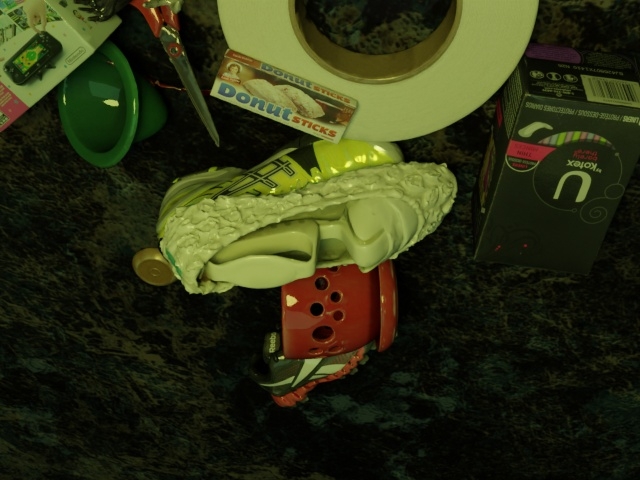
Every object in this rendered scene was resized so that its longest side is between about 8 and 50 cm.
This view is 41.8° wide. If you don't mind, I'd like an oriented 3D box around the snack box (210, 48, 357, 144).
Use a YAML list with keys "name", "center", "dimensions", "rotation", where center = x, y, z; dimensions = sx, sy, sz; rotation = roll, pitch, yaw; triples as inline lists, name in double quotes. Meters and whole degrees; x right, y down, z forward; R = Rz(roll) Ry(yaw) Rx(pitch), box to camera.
- name: "snack box"
  center: [-0.047, -0.183, 1.072]
  dimensions: [0.178, 0.022, 0.064]
  rotation: [20, 132, -11]

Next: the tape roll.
- name: "tape roll"
  center: [0.066, -0.298, 1.022]
  dimensions: [0.392, 0.072, 0.392]
  rotation: [3, 130, 3]

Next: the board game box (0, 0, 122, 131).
- name: "board game box"
  center: [-0.433, -0.310, 1.028]
  dimensions: [0.224, 0.097, 0.303]
  rotation: [-28, 117, 33]

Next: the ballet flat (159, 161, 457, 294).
- name: "ballet flat"
  center: [0.000, 0.000, 1.094]
  dimensions: [0.409, 0.147, 0.147]
  rotation: [-12, 131, -9]

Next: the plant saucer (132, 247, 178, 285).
- name: "plant saucer"
  center: [-0.274, 0.048, 1.393]
  dimensions: [0.083, 0.015, 0.083]
  rotation: [4, 131, 4]

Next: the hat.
- name: "hat"
  center: [-0.235, -0.190, 1.177]
  dimensions: [0.208, 0.183, 0.173]
  rotation: [41, 122, 29]

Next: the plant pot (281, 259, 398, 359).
- name: "plant pot"
  center: [0.026, 0.083, 1.280]
  dimensions: [0.174, 0.191, 0.191]
  rotation: [-3, 130, -2]

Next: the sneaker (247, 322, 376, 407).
- name: "sneaker"
  center: [-0.020, 0.187, 1.426]
  dimensions: [0.135, 0.098, 0.276]
  rotation: [36, 127, -25]

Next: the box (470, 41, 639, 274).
- name: "box"
  center: [0.308, -0.104, 1.110]
  dimensions: [0.165, 0.143, 0.270]
  rotation: [8, 131, 1]

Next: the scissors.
- name: "scissors"
  center: [-0.200, -0.258, 1.066]
  dimensions: [0.109, 0.021, 0.297]
  rotation: [-6, 112, 5]

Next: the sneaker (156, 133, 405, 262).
- name: "sneaker"
  center: [-0.059, -0.045, 1.202]
  dimensions: [0.384, 0.147, 0.145]
  rotation: [-18, 124, 18]

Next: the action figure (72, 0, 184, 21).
- name: "action figure"
  center: [-0.179, -0.330, 0.918]
  dimensions: [0.275, 0.141, 0.164]
  rotation: [-16, 111, 32]
